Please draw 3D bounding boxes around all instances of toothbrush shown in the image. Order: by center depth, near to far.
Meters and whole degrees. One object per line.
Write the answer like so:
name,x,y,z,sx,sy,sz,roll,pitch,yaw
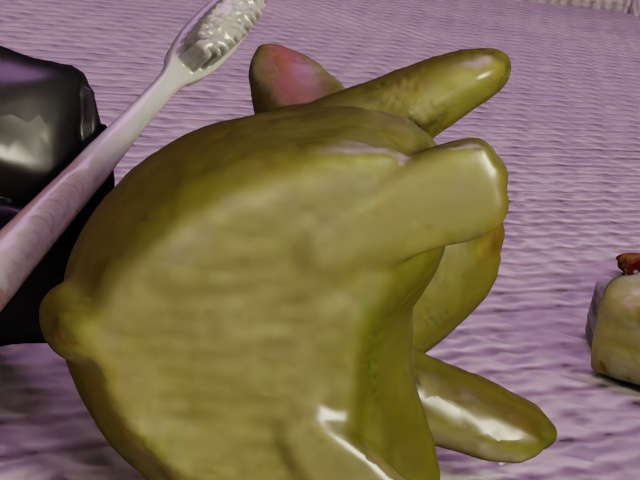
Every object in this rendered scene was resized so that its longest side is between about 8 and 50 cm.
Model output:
toothbrush,-0.108,-0.010,0.682,0.025,0.307,0.029,44,-33,-10

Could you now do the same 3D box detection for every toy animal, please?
toy animal,0.016,0.002,0.763,0.180,0.181,0.363,2,15,15

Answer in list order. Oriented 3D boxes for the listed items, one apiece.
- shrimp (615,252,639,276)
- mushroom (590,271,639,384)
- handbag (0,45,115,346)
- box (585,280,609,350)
shrimp,0.254,0.021,1.138,0.133,0.053,0.236,20,13,25
mushroom,0.318,0.069,0.936,0.333,0.087,0.107,12,26,12
handbag,-0.294,-0.036,0.773,0.342,0.152,0.288,9,2,-27
box,0.216,0.055,1.008,0.117,0.036,0.050,11,14,2
